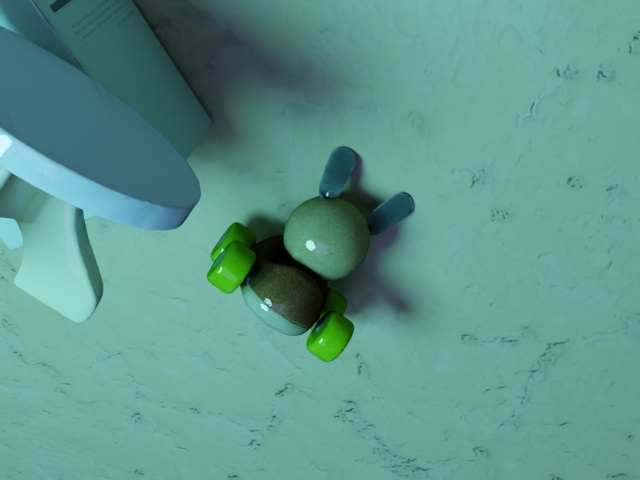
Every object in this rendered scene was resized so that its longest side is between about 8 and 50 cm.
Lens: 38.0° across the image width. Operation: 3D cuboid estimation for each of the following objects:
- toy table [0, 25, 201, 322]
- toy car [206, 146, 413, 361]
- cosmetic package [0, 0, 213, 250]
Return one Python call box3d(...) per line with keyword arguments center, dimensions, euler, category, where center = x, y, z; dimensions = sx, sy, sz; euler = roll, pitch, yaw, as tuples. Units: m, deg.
box3d(center=(-0.257, -0.053, 0.761), dimensions=(0.274, 0.252, 0.161), euler=(39, 112, -2), category="toy table")
box3d(center=(0.000, 0.000, 0.967), dimensions=(0.155, 0.149, 0.188), euler=(36, 100, -12), category="toy car")
box3d(center=(-0.271, -0.139, 0.928), dimensions=(0.224, 0.138, 0.224), euler=(-18, 116, 29), category="cosmetic package")
